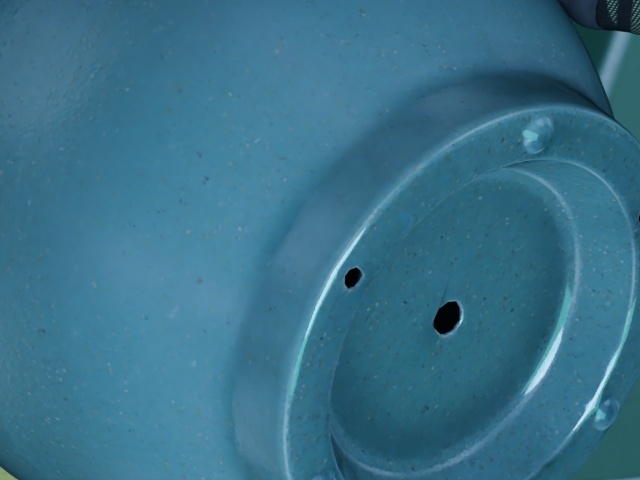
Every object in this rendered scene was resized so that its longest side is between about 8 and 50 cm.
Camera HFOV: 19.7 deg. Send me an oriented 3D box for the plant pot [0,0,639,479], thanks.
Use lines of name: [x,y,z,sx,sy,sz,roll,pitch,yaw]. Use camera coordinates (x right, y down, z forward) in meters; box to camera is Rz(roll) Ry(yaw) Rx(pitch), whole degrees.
plant pot: [0.000,0.000,0.677,0.293,0.196,0.293,-20,125,-31]

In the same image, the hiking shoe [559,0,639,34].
hiking shoe: [0.210,-0.111,0.803,0.227,0.114,0.086,-4,127,-24]

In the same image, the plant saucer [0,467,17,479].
plant saucer: [-0.222,0.191,0.858,0.333,0.081,0.332,-34,133,2]
